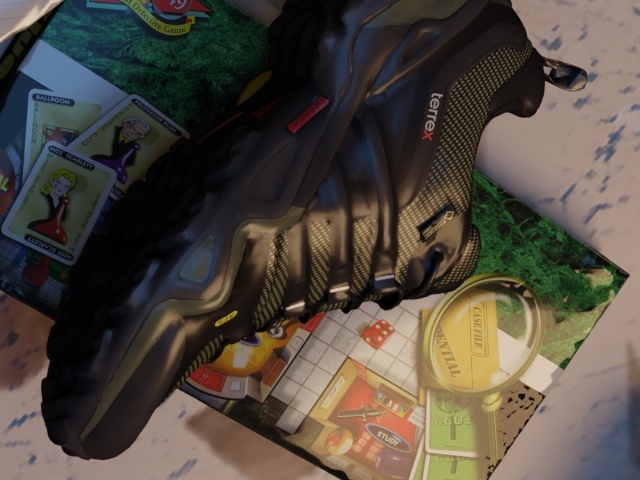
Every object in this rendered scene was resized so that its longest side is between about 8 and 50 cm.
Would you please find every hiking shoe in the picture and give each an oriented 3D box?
[{"bbox_3d":[0.000,0.000,0.605,0.114,0.086,0.227,40,91,-22],"label":"hiking shoe"}]

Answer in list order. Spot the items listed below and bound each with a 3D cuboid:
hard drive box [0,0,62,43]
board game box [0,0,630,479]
[{"bbox_3d":[-0.196,-0.138,0.524,0.181,0.089,0.232,-39,114,-4],"label":"hard drive box"},{"bbox_3d":[-0.013,0.003,0.664,0.260,0.030,0.136,31,93,-24],"label":"board game box"}]
